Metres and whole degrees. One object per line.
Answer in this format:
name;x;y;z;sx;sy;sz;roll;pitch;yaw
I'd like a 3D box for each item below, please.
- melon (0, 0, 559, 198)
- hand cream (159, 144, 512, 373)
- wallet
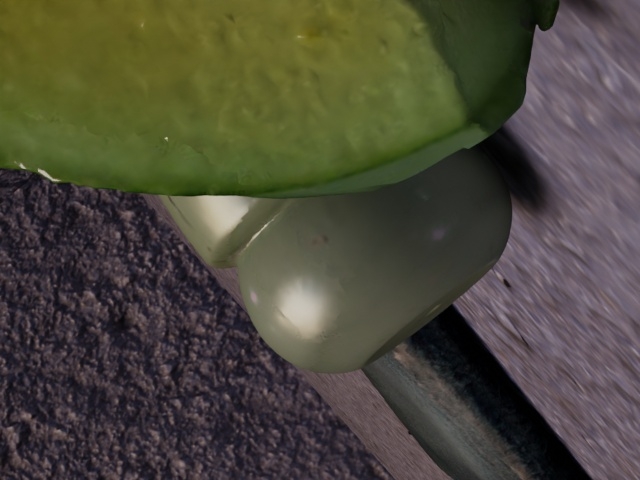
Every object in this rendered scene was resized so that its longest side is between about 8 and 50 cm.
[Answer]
melon;-0.097;-0.121;0.438;0.323;0.196;0.124;46;148;-4
hand cream;-0.061;-0.093;0.626;0.306;0.093;0.147;50;180;8
wallet;0.000;0.000;1.024;0.379;0.046;0.191;52;173;-19
